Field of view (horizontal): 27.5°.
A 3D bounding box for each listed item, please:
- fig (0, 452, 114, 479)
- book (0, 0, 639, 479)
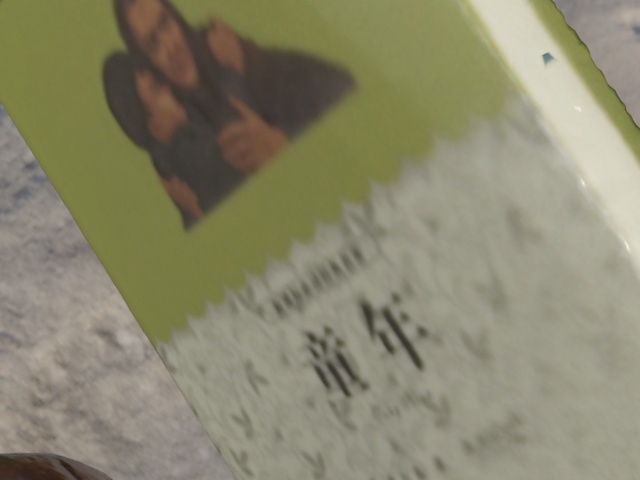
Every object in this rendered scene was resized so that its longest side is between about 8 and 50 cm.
[{"bbox_3d":[-0.142,0.238,0.734,0.249,0.203,0.186,26,26,32],"label":"fig"},{"bbox_3d":[0.000,0.000,0.424,0.035,0.239,0.352,-33,89,-39],"label":"book"}]
